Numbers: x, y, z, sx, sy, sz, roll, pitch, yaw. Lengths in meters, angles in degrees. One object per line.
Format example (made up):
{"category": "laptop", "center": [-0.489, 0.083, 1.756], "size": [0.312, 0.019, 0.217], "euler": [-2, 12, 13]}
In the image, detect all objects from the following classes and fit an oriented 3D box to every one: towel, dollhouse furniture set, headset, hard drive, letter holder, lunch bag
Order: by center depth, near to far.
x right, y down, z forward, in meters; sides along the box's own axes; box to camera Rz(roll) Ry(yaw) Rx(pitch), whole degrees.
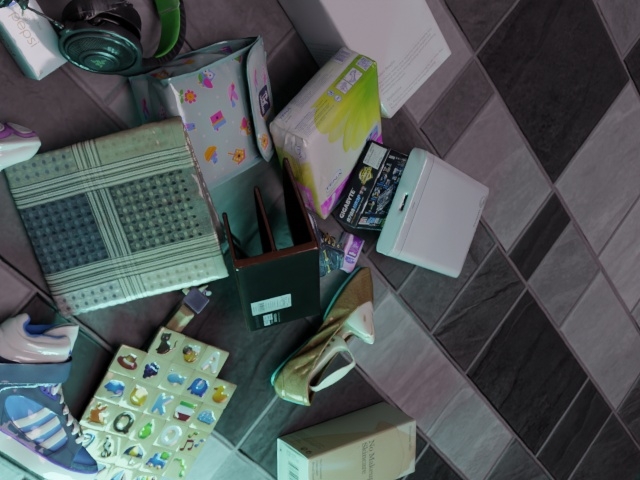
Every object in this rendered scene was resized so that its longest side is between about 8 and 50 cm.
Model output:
{"category": "headset", "center": [-0.342, -0.383, 1.395], "size": [0.394, 0.185, 0.243], "euler": [-20, 95, -53]}
{"category": "towel", "center": [-0.341, -0.037, 1.550], "size": [0.324, 0.056, 0.312], "euler": [-13, 113, 1]}
{"category": "lunch bag", "center": [-0.184, -0.234, 1.627], "size": [0.262, 0.160, 0.223], "euler": [-28, 121, -35]}
{"category": "letter holder", "center": [-0.100, 0.007, 1.704], "size": [0.152, 0.214, 0.302], "euler": [-14, 154, -7]}
{"category": "dollhouse furniture set", "center": [-0.269, 0.122, 1.760], "size": [0.114, 0.091, 0.081], "euler": [-51, 173, 13]}
{"category": "hard drive", "center": [0.261, -0.052, 2.020], "size": [0.353, 0.047, 0.233], "euler": [18, 92, -57]}

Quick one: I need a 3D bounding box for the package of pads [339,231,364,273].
{"category": "package of pads", "center": [0.060, 0.027, 1.966], "size": [0.050, 0.032, 0.083], "euler": [23, 89, -43]}

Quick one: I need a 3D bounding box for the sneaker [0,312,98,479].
{"category": "sneaker", "center": [-0.462, 0.267, 1.573], "size": [0.323, 0.130, 0.236], "euler": [41, 80, -31]}

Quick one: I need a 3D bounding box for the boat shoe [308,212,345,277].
{"category": "boat shoe", "center": [0.000, 0.000, 1.871], "size": [0.083, 0.065, 0.183], "euler": [-23, 137, -17]}

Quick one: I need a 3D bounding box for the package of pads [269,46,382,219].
{"category": "package of pads", "center": [0.017, -0.199, 1.748], "size": [0.229, 0.101, 0.296], "euler": [-50, 157, -19]}

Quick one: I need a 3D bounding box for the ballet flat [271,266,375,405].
{"category": "ballet flat", "center": [0.039, 0.215, 1.937], "size": [0.342, 0.124, 0.116], "euler": [-50, 151, -16]}

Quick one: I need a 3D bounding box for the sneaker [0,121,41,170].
{"category": "sneaker", "center": [-0.587, -0.101, 1.407], "size": [0.305, 0.114, 0.152], "euler": [-20, 128, -27]}

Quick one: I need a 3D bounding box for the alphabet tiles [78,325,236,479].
{"category": "alphabet tiles", "center": [-0.324, 0.341, 1.755], "size": [0.285, 0.011, 0.342], "euler": [28, 93, -39]}

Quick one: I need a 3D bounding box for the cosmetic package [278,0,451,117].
{"category": "cosmetic package", "center": [0.072, -0.454, 1.761], "size": [0.217, 0.156, 0.385], "euler": [-46, 124, -18]}

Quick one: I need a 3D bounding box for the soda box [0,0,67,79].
{"category": "soda box", "center": [-0.486, -0.362, 1.412], "size": [0.069, 0.074, 0.216], "euler": [-41, 124, -20]}

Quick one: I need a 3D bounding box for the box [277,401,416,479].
{"category": "box", "center": [0.063, 0.487, 2.043], "size": [0.311, 0.121, 0.148], "euler": [-13, 110, -34]}

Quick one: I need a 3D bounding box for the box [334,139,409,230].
{"category": "box", "center": [0.119, -0.110, 1.877], "size": [0.175, 0.051, 0.220], "euler": [-65, 162, 8]}
